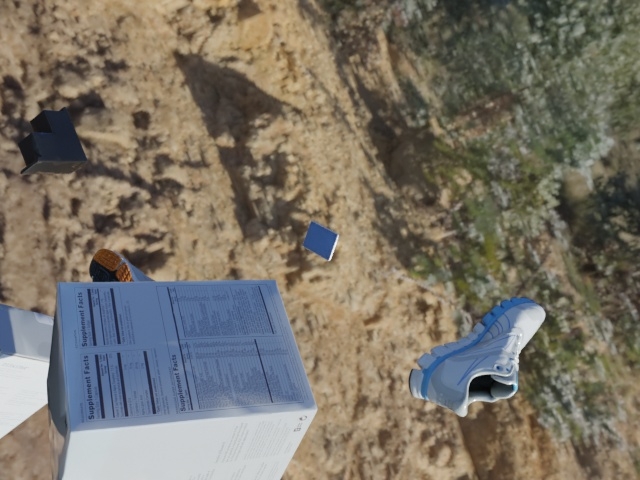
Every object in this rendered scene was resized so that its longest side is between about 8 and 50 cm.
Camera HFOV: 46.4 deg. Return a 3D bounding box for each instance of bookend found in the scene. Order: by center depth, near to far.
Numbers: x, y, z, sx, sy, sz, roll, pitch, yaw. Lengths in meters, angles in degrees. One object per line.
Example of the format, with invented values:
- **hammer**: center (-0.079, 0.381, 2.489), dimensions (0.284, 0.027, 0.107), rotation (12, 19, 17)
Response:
- **bookend**: center (-0.675, -0.246, 1.825), dimensions (0.157, 0.072, 0.156), rotation (-13, 77, -62)

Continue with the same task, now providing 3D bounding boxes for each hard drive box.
- **hard drive box**: center (-0.481, 0.201, 1.066), dimensions (0.089, 0.232, 0.181), rotation (59, 11, 27)

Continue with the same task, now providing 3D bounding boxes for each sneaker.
- **sneaker**: center (0.189, 0.130, 0.799), dimensions (0.083, 0.190, 0.071), rotation (30, -40, 44)
- **sneaker**: center (-0.432, 0.117, 1.766), dimensions (0.262, 0.099, 0.121), rotation (38, 3, 15)

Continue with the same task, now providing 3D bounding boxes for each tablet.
- **tablet**: center (0.000, 0.000, 1.402), dimensions (0.006, 0.054, 0.083), rotation (11, 12, -43)

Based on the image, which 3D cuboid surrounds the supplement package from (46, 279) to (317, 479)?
- **supplement package**: center (-0.176, 0.182, 0.883), dimensions (0.199, 0.262, 0.198), rotation (113, -33, -40)
